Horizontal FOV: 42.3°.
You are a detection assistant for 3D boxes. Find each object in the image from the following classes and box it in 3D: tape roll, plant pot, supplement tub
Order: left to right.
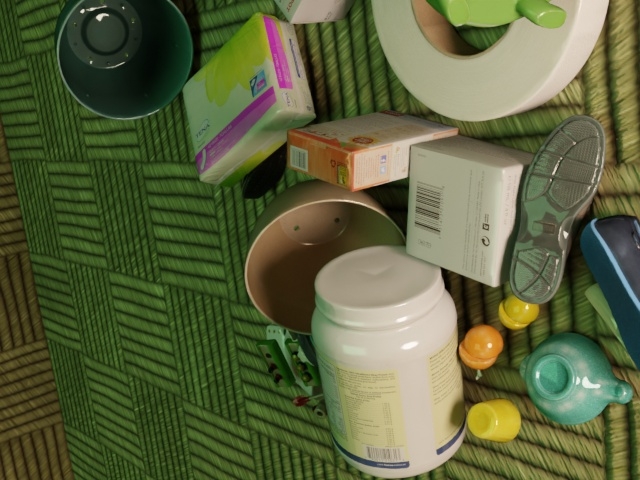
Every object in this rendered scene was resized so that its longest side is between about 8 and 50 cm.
[{"bbox_3d":[-0.459,-0.446,1.856,0.235,0.293,0.293,-134,43,-54],"label":"plant pot"},{"bbox_3d":[0.000,0.000,1.473,0.191,0.284,0.284,-104,23,-55],"label":"plant pot"},{"bbox_3d":[0.112,0.195,1.353,0.235,0.235,0.325,22,131,46],"label":"supplement tub"},{"bbox_3d":[0.226,-0.368,1.180,0.392,0.072,0.392,23,121,46],"label":"tape roll"}]

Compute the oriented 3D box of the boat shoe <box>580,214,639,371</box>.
[{"bbox_3d":[0.430,0.079,1.057,0.109,0.089,0.258,114,137,-75],"label":"boat shoe"}]

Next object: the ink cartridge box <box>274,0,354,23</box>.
[{"bbox_3d":[-0.021,-0.476,1.404,0.176,0.127,0.128,57,139,19],"label":"ink cartridge box"}]

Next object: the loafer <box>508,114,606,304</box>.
[{"bbox_3d":[0.329,-0.044,1.156,0.096,0.084,0.267,20,103,22],"label":"loafer"}]

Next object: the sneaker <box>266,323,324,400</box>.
[{"bbox_3d":[-0.044,0.170,1.687,0.169,0.108,0.292,31,127,38],"label":"sneaker"}]

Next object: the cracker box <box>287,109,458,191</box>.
[{"bbox_3d":[0.083,-0.147,1.306,0.156,0.232,0.067,25,123,45],"label":"cracker box"}]

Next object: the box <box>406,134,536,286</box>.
[{"bbox_3d":[0.234,-0.050,1.245,0.182,0.119,0.181,22,119,45],"label":"box"}]

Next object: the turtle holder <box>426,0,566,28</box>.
[{"bbox_3d":[0.156,-0.379,0.952,0.243,0.320,0.227,89,156,-43],"label":"turtle holder"}]

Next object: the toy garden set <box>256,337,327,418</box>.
[{"bbox_3d":[0.008,0.281,1.604,0.244,0.049,0.204,-8,119,31],"label":"toy garden set"}]

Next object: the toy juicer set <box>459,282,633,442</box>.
[{"bbox_3d":[0.353,0.166,1.219,0.329,0.089,0.209,-26,65,36],"label":"toy juicer set"}]

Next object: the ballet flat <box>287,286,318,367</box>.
[{"bbox_3d":[-0.022,0.178,1.529,0.203,0.074,0.074,58,140,28],"label":"ballet flat"}]

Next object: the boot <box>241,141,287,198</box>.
[{"bbox_3d":[-0.131,-0.198,1.701,0.137,0.077,0.198,52,124,33],"label":"boot"}]

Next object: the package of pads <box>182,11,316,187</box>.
[{"bbox_3d":[-0.148,-0.270,1.596,0.296,0.101,0.229,-33,62,42],"label":"package of pads"}]
